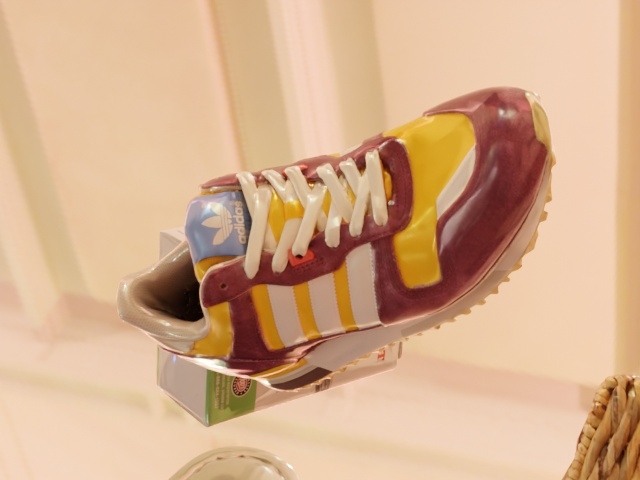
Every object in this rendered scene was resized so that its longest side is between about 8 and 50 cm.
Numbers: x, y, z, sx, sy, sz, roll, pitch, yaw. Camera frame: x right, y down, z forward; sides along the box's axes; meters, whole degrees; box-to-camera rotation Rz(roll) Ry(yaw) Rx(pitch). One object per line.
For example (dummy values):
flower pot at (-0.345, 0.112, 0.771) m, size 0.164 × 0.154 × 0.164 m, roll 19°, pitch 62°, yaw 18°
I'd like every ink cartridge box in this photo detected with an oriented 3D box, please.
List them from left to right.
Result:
ink cartridge box at (-0.032, 0.057, 1.242) m, size 0.093 × 0.219 × 0.160 m, roll 28°, pitch -58°, yaw 46°

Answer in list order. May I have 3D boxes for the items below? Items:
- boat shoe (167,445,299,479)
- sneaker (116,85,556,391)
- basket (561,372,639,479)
boat shoe at (-0.053, 0.185, 0.535) m, size 0.081 × 0.227 × 0.068 m, roll 8°, pitch -45°, yaw 6°
sneaker at (0.000, 0.000, 0.485) m, size 0.084 × 0.069 × 0.185 m, roll 19°, pitch -40°, yaw -32°
basket at (0.282, 0.273, 1.079) m, size 0.214 × 0.299 × 0.223 m, roll 21°, pitch -2°, yaw 20°
